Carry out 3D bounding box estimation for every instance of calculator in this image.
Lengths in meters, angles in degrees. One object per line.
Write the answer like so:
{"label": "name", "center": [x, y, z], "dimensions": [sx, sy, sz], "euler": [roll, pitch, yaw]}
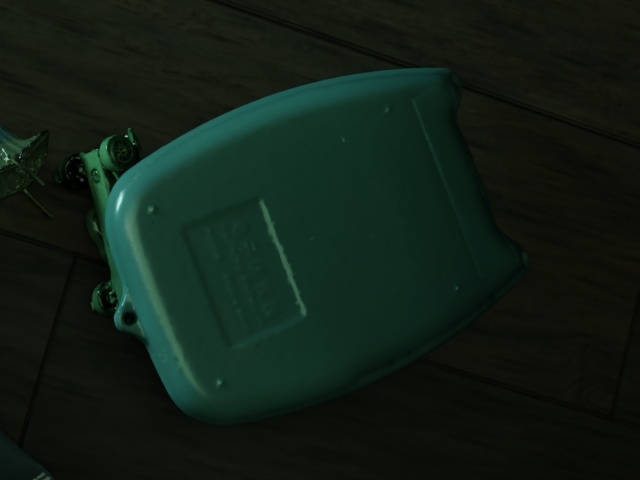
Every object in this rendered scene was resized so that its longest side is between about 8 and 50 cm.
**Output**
{"label": "calculator", "center": [0.000, 0.000, 1.412], "dimensions": [0.386, 0.054, 0.256], "euler": [-23, 93, -26]}

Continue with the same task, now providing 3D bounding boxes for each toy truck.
{"label": "toy truck", "center": [-0.154, -0.012, 1.407], "dimensions": [0.078, 0.080, 0.154], "euler": [-14, 87, -43]}

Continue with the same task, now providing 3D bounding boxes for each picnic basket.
{"label": "picnic basket", "center": [-0.248, -0.058, 1.387], "dimensions": [0.083, 0.065, 0.083], "euler": [-37, 77, -21]}

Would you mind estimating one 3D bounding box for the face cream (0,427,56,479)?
{"label": "face cream", "center": [-0.369, 0.091, 1.328], "dimensions": [0.135, 0.086, 0.385], "euler": [-38, 99, -13]}
